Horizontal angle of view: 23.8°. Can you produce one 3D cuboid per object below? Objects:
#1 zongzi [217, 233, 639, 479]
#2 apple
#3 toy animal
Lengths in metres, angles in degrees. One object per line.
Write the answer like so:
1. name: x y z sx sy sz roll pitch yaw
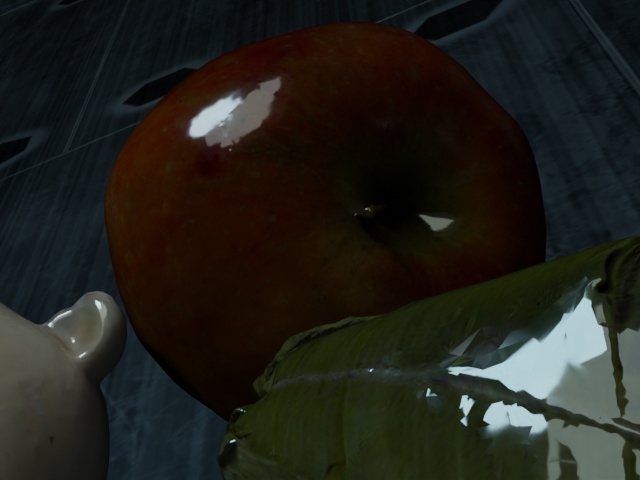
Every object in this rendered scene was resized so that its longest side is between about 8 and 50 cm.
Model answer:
1. zongzi: 0.053 0.142 0.532 0.273 0.145 0.300 -18 38 39
2. apple: 0.000 0.000 0.800 0.230 0.230 0.230 -21 21 9
3. toy animal: -0.232 0.129 0.793 0.221 0.229 0.210 116 169 -58
